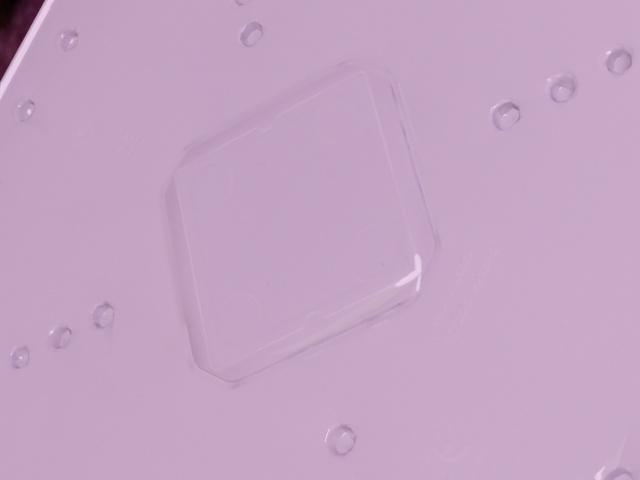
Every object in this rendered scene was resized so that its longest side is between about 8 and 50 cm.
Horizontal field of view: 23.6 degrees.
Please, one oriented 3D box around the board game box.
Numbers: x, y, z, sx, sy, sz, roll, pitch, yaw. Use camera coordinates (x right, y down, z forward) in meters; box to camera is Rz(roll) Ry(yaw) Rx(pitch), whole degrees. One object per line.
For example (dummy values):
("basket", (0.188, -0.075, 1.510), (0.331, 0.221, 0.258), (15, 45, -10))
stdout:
("board game box", (0.000, 0.000, 0.620), (0.390, 0.050, 0.390), (23, 82, 38))
